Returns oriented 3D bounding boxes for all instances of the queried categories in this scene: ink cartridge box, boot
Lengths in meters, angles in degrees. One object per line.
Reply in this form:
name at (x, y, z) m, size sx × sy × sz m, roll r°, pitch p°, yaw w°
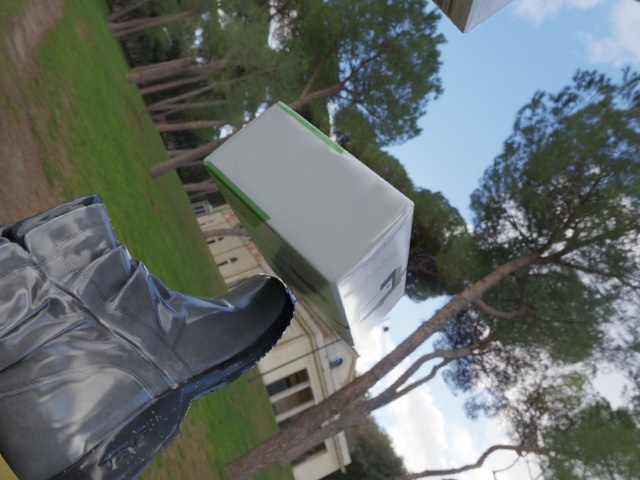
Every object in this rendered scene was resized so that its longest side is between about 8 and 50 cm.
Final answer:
ink cartridge box at (0.000, 0.000, 0.448) m, size 0.160 × 0.092 × 0.219 m, roll 42°, pitch -12°, yaw 22°
boot at (-0.163, 0.050, 0.434) m, size 0.118 × 0.338 × 0.222 m, roll -23°, pitch -81°, yaw 31°

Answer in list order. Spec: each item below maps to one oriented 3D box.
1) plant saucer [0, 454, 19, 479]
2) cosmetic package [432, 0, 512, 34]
plant saucer at (-0.310, 0.277, 0.449) m, size 0.333 × 0.081 × 0.333 m, roll 13°, pitch -38°, yaw 51°
cosmetic package at (0.257, -0.458, 0.688) m, size 0.151 × 0.184 × 0.151 m, roll 53°, pitch -2°, yaw 14°
